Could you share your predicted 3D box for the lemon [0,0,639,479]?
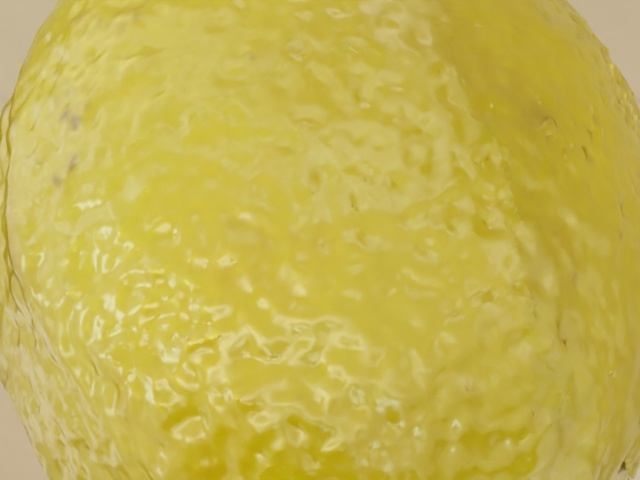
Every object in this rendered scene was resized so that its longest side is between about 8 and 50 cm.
[{"bbox_3d":[0.000,0.000,0.650,0.268,0.268,0.322,-48,61,41],"label":"lemon"}]
